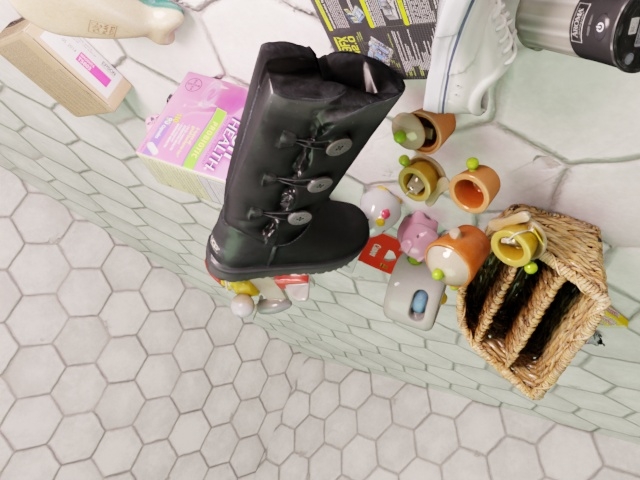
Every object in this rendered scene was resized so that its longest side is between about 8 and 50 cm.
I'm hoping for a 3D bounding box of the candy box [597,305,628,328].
[{"bbox_3d":[0.624,0.155,1.200,0.206,0.027,0.105,33,155,-22],"label":"candy box"}]

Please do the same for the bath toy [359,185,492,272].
[{"bbox_3d":[0.233,0.008,1.144,0.349,0.128,0.151,30,159,-11],"label":"bath toy"}]

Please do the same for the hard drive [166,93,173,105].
[{"bbox_3d":[-0.296,-0.281,1.182,0.135,0.022,0.094,28,160,-8],"label":"hard drive"}]

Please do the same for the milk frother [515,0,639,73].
[{"bbox_3d":[0.308,-0.243,0.515,0.143,0.129,0.134,4,-152,-26],"label":"milk frother"}]

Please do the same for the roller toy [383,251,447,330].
[{"bbox_3d":[0.260,0.135,1.325,0.146,0.191,0.209,17,158,17],"label":"roller toy"}]

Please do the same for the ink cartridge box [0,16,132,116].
[{"bbox_3d":[-0.580,-0.393,1.139,0.193,0.088,0.234,6,152,38],"label":"ink cartridge box"}]

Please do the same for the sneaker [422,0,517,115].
[{"bbox_3d":[0.171,-0.229,0.553,0.092,0.094,0.258,9,164,9],"label":"sneaker"}]

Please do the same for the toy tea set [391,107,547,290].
[{"bbox_3d":[0.206,-0.057,0.842,0.336,0.124,0.200,55,150,-3],"label":"toy tea set"}]

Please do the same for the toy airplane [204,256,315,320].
[{"bbox_3d":[-0.214,0.160,1.801,0.386,0.272,0.384,33,157,-20],"label":"toy airplane"}]

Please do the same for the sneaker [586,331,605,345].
[{"bbox_3d":[0.723,0.269,1.349,0.069,0.038,0.098,18,159,19],"label":"sneaker"}]

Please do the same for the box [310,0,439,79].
[{"bbox_3d":[0.088,-0.317,0.619,0.217,0.060,0.270,11,155,33],"label":"box"}]

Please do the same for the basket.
[{"bbox_3d":[0.371,0.109,0.955,0.214,0.223,0.299,19,132,9],"label":"basket"}]

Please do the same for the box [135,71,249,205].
[{"bbox_3d":[-0.195,-0.195,1.007,0.243,0.213,0.117,20,159,14],"label":"box"}]

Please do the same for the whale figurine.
[{"bbox_3d":[-0.367,-0.416,0.832,0.272,0.141,0.216,7,169,-27],"label":"whale figurine"}]

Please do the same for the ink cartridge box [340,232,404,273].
[{"bbox_3d":[0.110,0.033,1.437,0.239,0.060,0.275,24,159,5],"label":"ink cartridge box"}]

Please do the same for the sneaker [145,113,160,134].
[{"bbox_3d":[-0.364,-0.228,1.305,0.131,0.112,0.319,57,170,5],"label":"sneaker"}]

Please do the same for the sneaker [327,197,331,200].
[{"bbox_3d":[-0.114,-0.118,1.278,0.270,0.090,0.145,28,157,-16],"label":"sneaker"}]

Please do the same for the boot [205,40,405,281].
[{"bbox_3d":[0.011,-0.113,0.850,0.146,0.367,0.445,57,143,25],"label":"boot"}]
